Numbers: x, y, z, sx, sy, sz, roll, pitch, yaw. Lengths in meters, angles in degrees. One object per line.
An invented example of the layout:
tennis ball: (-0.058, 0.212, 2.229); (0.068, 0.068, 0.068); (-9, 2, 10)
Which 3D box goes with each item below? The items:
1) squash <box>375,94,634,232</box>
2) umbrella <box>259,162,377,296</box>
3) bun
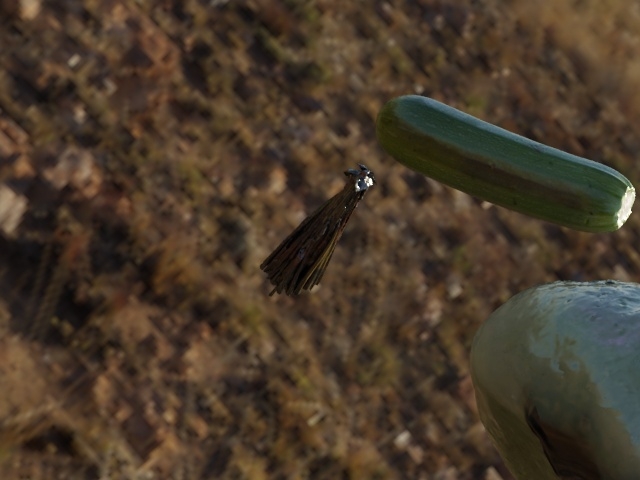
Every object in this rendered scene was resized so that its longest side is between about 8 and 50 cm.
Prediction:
squash: (0.149, -0.064, 1.368); (0.229, 0.066, 0.066); (21, 14, 19)
umbrella: (0.000, -0.002, 0.704); (0.031, 0.083, 0.020); (16, 35, -26)
bun: (0.231, 0.128, 0.997); (0.283, 0.179, 0.283); (49, -9, 11)
